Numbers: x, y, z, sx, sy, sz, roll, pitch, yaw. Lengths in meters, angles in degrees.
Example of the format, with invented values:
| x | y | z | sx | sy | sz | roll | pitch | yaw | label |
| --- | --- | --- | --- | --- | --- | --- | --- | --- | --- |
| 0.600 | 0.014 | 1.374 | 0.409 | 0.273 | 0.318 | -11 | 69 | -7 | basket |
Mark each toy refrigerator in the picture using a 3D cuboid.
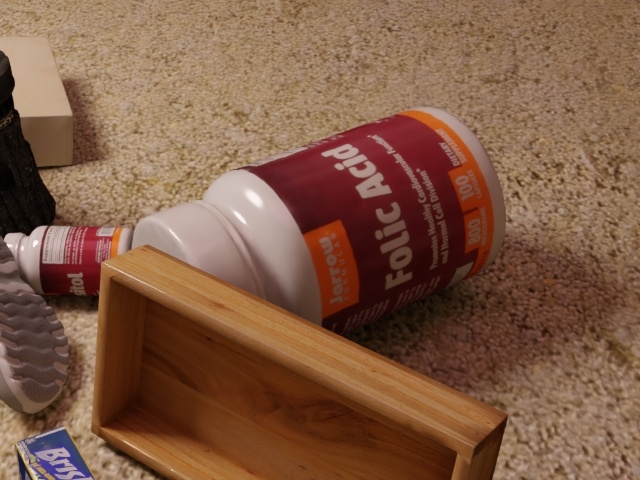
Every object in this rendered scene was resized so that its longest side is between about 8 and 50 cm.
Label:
| x | y | z | sx | sy | sz | roll | pitch | yaw | label |
| --- | --- | --- | --- | --- | --- | --- | --- | --- | --- |
| -0.445 | -0.210 | 1.680 | 0.102 | 0.094 | 0.269 | -5 | 36 | -21 | toy refrigerator |

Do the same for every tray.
| x | y | z | sx | sy | sz | roll | pitch | yaw | label |
| --- | --- | --- | --- | --- | --- | --- | --- | --- | --- |
| -0.039 | 0.172 | 1.050 | 0.411 | 0.202 | 0.076 | 23 | 29 | 27 | tray |

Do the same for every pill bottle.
| x | y | z | sx | sy | sz | roll | pitch | yaw | label |
| --- | --- | --- | --- | --- | --- | --- | --- | --- | --- |
| -0.304 | 0.025 | 1.356 | 0.152 | 0.086 | 0.086 | 1 | 35 | 1 | pill bottle |
| 0.000 | 0.000 | 1.281 | 0.392 | 0.224 | 0.224 | -22 | 42 | -29 | pill bottle |

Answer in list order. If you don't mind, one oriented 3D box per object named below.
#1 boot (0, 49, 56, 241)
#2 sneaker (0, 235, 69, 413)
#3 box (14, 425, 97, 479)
| x | y | z | sx | sy | sz | roll | pitch | yaw | label |
| --- | --- | --- | --- | --- | --- | --- | --- | --- | --- |
| -0.512 | -0.146 | 1.442 | 0.348 | 0.260 | 0.131 | 24 | 52 | 24 | boot |
| -0.377 | 0.096 | 1.264 | 0.105 | 0.115 | 0.281 | 20 | 27 | -51 | sneaker |
| -0.236 | 0.254 | 1.057 | 0.054 | 0.059 | 0.169 | -17 | 39 | -27 | box |
